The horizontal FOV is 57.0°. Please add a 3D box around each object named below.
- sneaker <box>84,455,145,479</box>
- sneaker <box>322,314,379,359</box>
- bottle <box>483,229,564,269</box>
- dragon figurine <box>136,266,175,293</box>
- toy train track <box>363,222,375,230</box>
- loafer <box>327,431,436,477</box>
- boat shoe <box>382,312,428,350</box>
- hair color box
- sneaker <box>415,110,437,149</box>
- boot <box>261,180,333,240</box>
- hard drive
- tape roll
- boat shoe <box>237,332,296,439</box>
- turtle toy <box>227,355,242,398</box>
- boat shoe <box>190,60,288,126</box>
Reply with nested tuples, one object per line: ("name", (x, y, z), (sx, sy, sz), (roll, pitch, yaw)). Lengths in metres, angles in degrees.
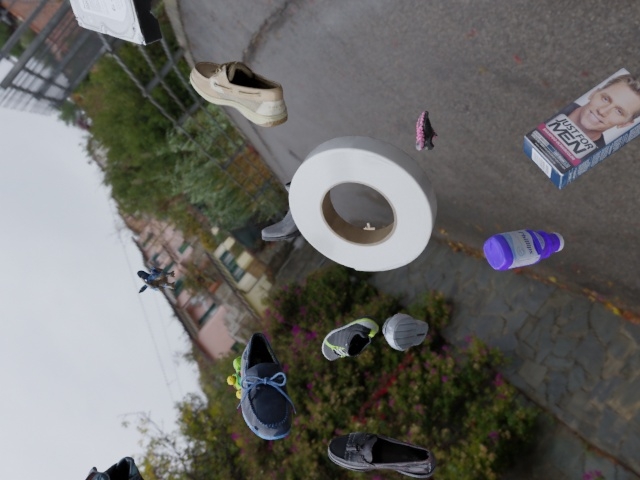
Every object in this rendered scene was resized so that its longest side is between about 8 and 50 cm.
("sneaker", (-0.405, 0.530, 1.260), (0.104, 0.125, 0.262), (11, 168, 26))
("sneaker", (0.077, 0.298, 1.712), (0.084, 0.235, 0.097), (36, -142, -12))
("bottle", (0.678, 0.023, 1.947), (0.092, 0.283, 0.118), (122, 134, -55))
("dragon figurine", (-0.649, 0.156, 2.245), (0.144, 0.085, 0.289), (-1, -174, 13))
("toy train track", (0.183, -0.025, 2.222), (0.048, 0.083, 0.014), (-4, -176, 32))
("loafer", (0.166, 0.575, 1.616), (0.303, 0.109, 0.095), (5, 144, 12))
("boat shoe", (0.245, 0.277, 1.823), (0.094, 0.109, 0.302), (17, 177, 28))
("hair color box", (0.791, -0.327, 1.722), (0.174, 0.347, 0.105), (56, -177, 26))
("sneaker", (0.302, -0.308, 1.665), (0.057, 0.119, 0.047), (7, 168, -6))
("boot", (-0.112, -0.141, 2.462), (0.118, 0.338, 0.222), (-107, -1, -67))
("hard drive", (-0.549, -0.645, 1.499), (0.339, 0.064, 0.237), (27, 138, 35))
("tape roll", (0.107, -0.086, 1.538), (0.392, 0.392, 0.072), (39, -138, -9))
("boat shoe", (-0.120, 0.275, 1.152), (0.109, 0.089, 0.258), (-5, -154, -20))
("turtle toy", (-0.204, 0.379, 1.623), (0.130, 0.066, 0.095), (49, -168, 29))
("boat shoe", (-0.210, -0.406, 1.508), (0.341, 0.122, 0.110), (31, 140, 30))
